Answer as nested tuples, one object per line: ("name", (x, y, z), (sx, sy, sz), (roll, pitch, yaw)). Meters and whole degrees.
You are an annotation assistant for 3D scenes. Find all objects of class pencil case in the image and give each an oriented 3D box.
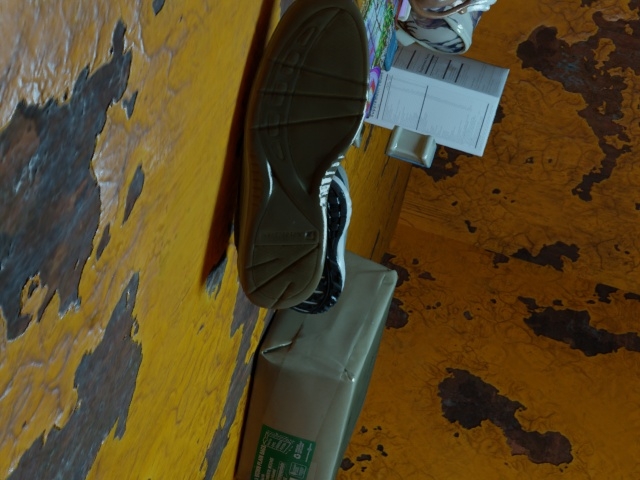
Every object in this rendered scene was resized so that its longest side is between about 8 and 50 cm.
("pencil case", (0.255, -0.544, 2.067), (0.160, 0.184, 0.410), (33, 74, -41))

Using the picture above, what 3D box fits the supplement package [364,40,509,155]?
("supplement package", (0.223, -0.283, 2.211), (0.134, 0.244, 0.139), (-63, 169, -53))

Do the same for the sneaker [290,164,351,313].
("sneaker", (0.000, 0.000, 1.735), (0.108, 0.100, 0.271), (-72, 175, -56))

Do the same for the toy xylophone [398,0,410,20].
("toy xylophone", (0.136, -0.447, 1.795), (0.236, 0.081, 0.322), (100, 10, -49))

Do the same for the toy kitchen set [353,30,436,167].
("toy kitchen set", (0.136, -0.242, 1.931), (0.122, 0.166, 0.207), (53, 55, -82))

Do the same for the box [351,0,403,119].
("box", (0.048, -0.298, 1.456), (0.293, 0.057, 0.200), (58, 49, -75))

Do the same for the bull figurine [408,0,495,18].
("bull figurine", (0.183, -0.455, 1.553), (0.101, 0.188, 0.310), (17, -76, 61))

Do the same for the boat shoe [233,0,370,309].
("boat shoe", (-0.036, -0.102, 1.213), (0.123, 0.123, 0.342), (-126, -139, -60))

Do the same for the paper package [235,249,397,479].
("paper package", (-0.007, 0.229, 1.935), (0.309, 0.168, 0.324), (-63, 168, -50))
